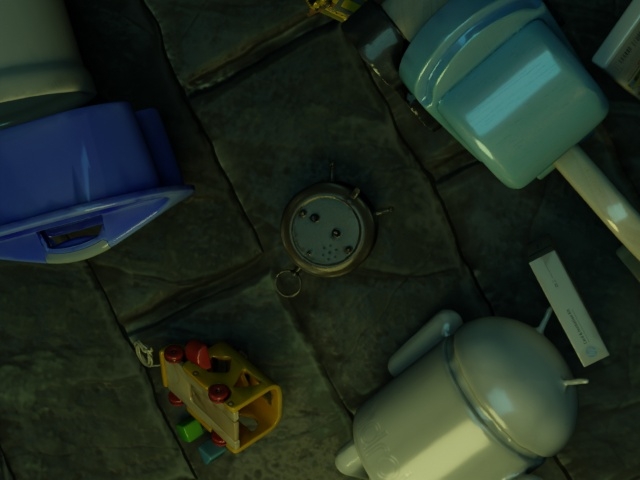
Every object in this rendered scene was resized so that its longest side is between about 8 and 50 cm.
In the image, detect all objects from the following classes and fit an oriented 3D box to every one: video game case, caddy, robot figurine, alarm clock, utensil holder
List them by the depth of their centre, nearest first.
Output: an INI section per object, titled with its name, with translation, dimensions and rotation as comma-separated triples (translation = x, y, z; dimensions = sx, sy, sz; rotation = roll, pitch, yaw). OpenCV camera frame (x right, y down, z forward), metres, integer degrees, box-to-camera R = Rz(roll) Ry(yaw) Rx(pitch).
[video game case]
translation = 0.434, -0.280, 1.437
dimensions = 0.026, 0.206, 0.227
rotation = 40, 103, 31
[robot figurine]
translation = 0.184, 0.234, 1.521
dimensions = 0.353, 0.200, 0.300
rotation = -42, 53, 21
[utensil holder]
translation = -0.498, -0.328, 1.527
dimensions = 0.328, 0.327, 0.385
rotation = -15, 91, 11
[caddy]
translation = -0.339, -0.060, 1.571
dimensions = 0.341, 0.241, 0.179
rotation = -14, 90, 11
[alarm clock]
translation = 0.000, 0.000, 1.613
dimensions = 0.129, 0.064, 0.192
rotation = 37, 104, 3

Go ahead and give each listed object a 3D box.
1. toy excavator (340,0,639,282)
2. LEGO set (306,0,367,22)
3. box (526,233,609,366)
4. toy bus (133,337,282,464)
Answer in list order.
[toy excavator]
translation = 0.281, -0.122, 1.449
dimensions = 0.222, 0.433, 0.445
rotation = -39, 61, 12
[LEGO set]
translation = 0.009, -0.443, 1.429
dimensions = 0.192, 0.255, 0.331
rotation = 18, 128, -31
[box]
translation = 0.310, 0.071, 1.503
dimensions = 0.038, 0.186, 0.145
rotation = -28, 92, 12
[toy bus]
translation = -0.141, 0.194, 1.635
dimensions = 0.104, 0.191, 0.202
rotation = -29, 93, -32
